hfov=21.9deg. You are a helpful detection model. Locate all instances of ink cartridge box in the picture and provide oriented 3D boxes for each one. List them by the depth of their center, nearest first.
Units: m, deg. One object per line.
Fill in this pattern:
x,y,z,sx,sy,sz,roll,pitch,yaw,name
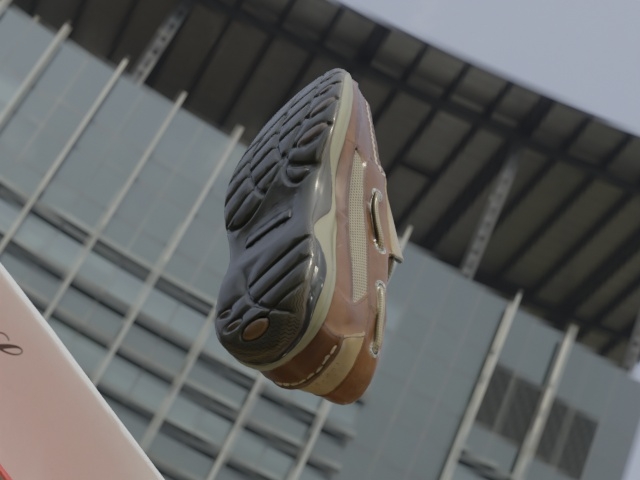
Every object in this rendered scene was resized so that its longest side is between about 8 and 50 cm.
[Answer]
-0.157,0.020,0.670,0.275,0.060,0.239,51,-16,7,ink cartridge box

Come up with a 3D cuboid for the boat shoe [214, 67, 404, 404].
0.000,0.000,1.284,0.122,0.324,0.120,-31,-59,32,boat shoe
